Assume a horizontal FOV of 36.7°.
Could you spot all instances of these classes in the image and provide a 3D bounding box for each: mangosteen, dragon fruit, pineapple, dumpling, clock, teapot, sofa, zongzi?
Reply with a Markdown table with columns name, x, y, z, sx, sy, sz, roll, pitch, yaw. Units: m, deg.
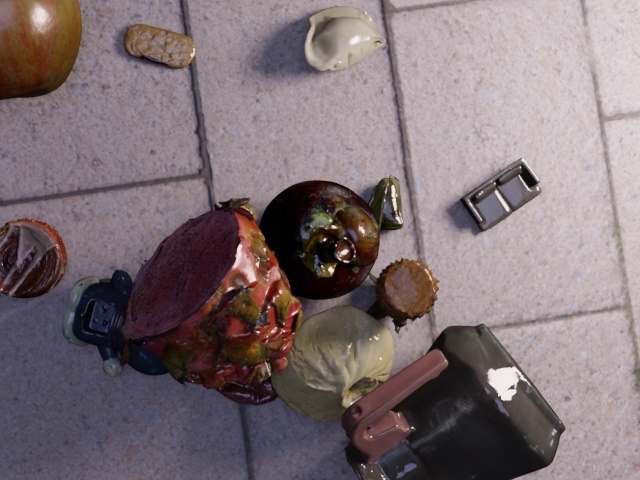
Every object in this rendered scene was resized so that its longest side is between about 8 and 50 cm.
| name | x | y | z | sx | sy | sz | roll | pitch | yaw |
| --- | --- | --- | --- | --- | --- | --- | --- | --- | --- |
| mangosteen | 0.000 | 0.000 | 1.773 | 0.231 | 0.289 | 0.231 | 0 | 92 | -4 |
| dragon fruit | -0.167 | 0.124 | 1.708 | 0.314 | 0.296 | 0.263 | -32 | 127 | 23 |
| pineapple | 0.143 | 0.092 | 1.777 | 0.119 | 0.277 | 0.130 | -41 | 85 | -7 |
| dumpling | 0.031 | -0.402 | 1.883 | 0.169 | 0.100 | 0.134 | -33 | 75 | -4 |
| clock | -0.360 | 0.167 | 1.836 | 0.243 | 0.146 | 0.200 | 16 | 86 | 7 |
| teapot | 0.216 | 0.337 | 1.749 | 0.361 | 0.376 | 0.306 | -39 | 46 | 5 |
| sofa | 0.360 | -0.090 | 1.899 | 0.147 | 0.060 | 0.085 | -34 | 90 | -2 |
| zongzi | 0.101 | -0.070 | 1.898 | 0.119 | 0.055 | 0.109 | -6 | 86 | 9 |

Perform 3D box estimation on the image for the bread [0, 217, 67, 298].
| name | x | y | z | sx | sy | sz | roll | pitch | yaw |
| --- | --- | --- | --- | --- | --- | --- | --- | --- | --- |
| bread | -0.569 | 0.035 | 1.865 | 0.160 | 0.073 | 0.161 | 0 | 87 | 2 |

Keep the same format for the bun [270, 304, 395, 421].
| name | x | y | z | sx | sy | sz | roll | pitch | yaw |
| --- | --- | --- | --- | --- | --- | --- | --- | --- | --- |
| bun | 0.026 | 0.240 | 1.790 | 0.243 | 0.153 | 0.244 | -10 | 129 | -12 |

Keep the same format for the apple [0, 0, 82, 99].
| name | x | y | z | sx | sy | sz | roll | pitch | yaw |
| --- | --- | --- | --- | --- | --- | --- | --- | --- | --- |
| apple | -0.568 | -0.383 | 1.788 | 0.256 | 0.257 | 0.234 | -12 | 93 | -2 |

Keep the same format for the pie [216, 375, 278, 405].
| name | x | y | z | sx | sy | sz | roll | pitch | yaw |
| --- | --- | --- | --- | --- | --- | --- | --- | --- | --- |
| pie | -0.135 | 0.206 | 1.882 | 0.204 | 0.054 | 0.219 | 35 | 90 | 0 |

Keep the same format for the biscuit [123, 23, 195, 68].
| name | x | y | z | sx | sy | sz | roll | pitch | yaw |
| --- | --- | --- | --- | --- | --- | --- | --- | --- | --- |
| biscuit | -0.319 | -0.385 | 1.911 | 0.147 | 0.018 | 0.071 | 15 | 86 | 0 |
